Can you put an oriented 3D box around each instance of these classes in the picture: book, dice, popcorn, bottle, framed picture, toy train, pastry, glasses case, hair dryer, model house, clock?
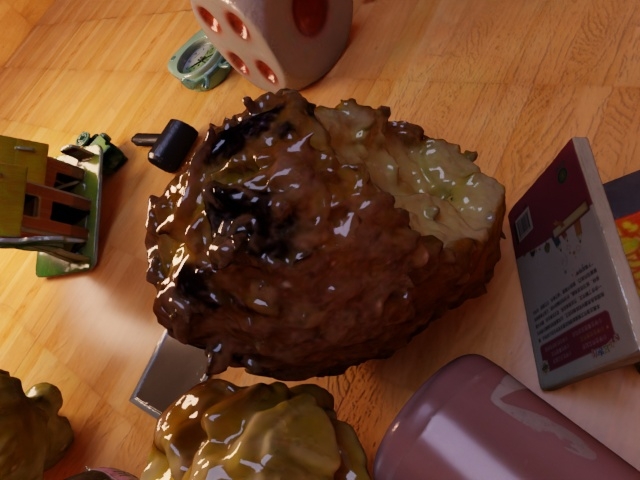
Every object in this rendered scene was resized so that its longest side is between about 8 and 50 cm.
[{"bbox_3d":[0.261,0.029,0.483,0.022,0.162,0.231,3,61,-3],"label":"book"},{"bbox_3d":[-0.100,-0.483,0.917,0.251,0.259,0.243,32,81,39],"label":"dice"},{"bbox_3d":[-0.066,0.280,0.445,0.265,0.225,0.332,-38,24,23],"label":"popcorn"},{"bbox_3d":[0.213,0.237,0.378,0.206,0.173,0.297,-37,48,-19],"label":"bottle"},{"bbox_3d":[-0.233,0.206,0.751,0.142,0.011,0.183,11,70,34],"label":"framed picture"},{"bbox_3d":[-0.531,0.316,0.702,0.225,0.276,0.276,-45,51,-6],"label":"popcorn"},{"bbox_3d":[-0.602,-0.185,1.148,0.200,0.083,0.132,-49,57,0],"label":"toy train"},{"bbox_3d":[-0.001,0.008,0.518,0.337,0.405,0.292,-48,63,35],"label":"pastry"},{"bbox_3d":[0.422,-0.067,0.512,0.191,0.042,0.071,-23,47,17],"label":"glasses case"},{"bbox_3d":[-0.401,-0.228,1.069,0.248,0.070,0.114,12,70,39],"label":"hair dryer"},{"bbox_3d":[-0.597,-0.100,0.901,0.341,0.324,0.299,-8,77,25],"label":"model house"},{"bbox_3d":[-0.289,-0.440,1.124,0.159,0.066,0.211,-41,51,3],"label":"clock"}]

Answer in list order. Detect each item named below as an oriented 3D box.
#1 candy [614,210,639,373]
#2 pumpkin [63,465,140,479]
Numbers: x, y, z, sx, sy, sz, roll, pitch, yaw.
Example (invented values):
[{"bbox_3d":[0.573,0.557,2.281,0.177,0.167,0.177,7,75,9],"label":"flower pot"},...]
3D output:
[{"bbox_3d":[0.421,0.017,0.434,0.276,0.088,0.146,-24,52,17],"label":"candy"},{"bbox_3d":[-0.310,0.429,0.553,0.261,0.189,0.260,-15,57,24],"label":"pumpkin"}]
